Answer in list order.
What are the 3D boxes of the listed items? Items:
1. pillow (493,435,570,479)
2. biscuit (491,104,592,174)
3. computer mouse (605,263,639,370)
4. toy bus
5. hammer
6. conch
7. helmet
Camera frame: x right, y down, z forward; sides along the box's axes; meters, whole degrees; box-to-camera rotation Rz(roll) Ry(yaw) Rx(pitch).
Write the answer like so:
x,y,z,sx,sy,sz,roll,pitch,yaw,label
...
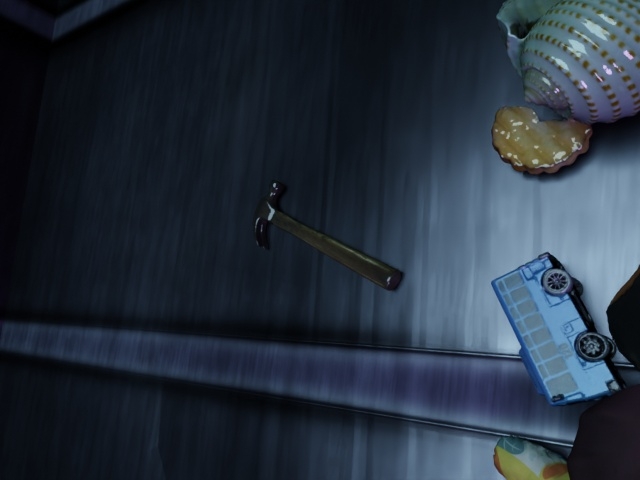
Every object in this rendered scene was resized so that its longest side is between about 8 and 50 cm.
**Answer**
x,y,z,sx,sy,sz,roll,pitch,yaw,label
0.341,0.456,0.841,0.214,0.086,0.233,33,102,47,pillow
0.392,-0.179,0.958,0.183,0.061,0.118,31,100,39,biscuit
0.557,0.062,0.749,0.183,0.116,0.323,40,103,39,computer mouse
0.386,0.152,0.852,0.133,0.116,0.234,-31,62,25,toy bus
0.000,0.000,1.211,0.439,0.044,0.168,27,95,37,hammer
0.453,-0.319,0.847,0.319,0.215,0.303,-20,38,-9,conch
0.489,0.287,0.675,0.338,0.271,0.197,-29,34,27,helmet
